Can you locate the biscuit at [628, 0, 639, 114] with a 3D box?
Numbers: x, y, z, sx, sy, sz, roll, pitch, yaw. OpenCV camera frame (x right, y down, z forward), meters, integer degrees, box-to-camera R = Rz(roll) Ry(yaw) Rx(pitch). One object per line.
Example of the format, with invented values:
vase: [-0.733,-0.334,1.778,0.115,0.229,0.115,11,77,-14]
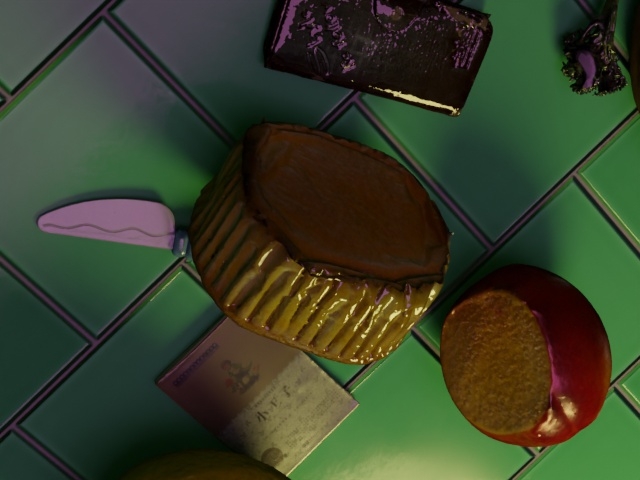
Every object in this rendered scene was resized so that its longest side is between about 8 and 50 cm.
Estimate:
biscuit: [0.490,-0.208,1.647,0.332,0.103,0.332,-6,111,-16]

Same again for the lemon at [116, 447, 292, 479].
lemon: [-0.116,0.340,1.579,0.267,0.267,0.267,-6,111,-15]

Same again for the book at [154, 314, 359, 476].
book: [-0.067,0.169,1.658,0.138,0.016,0.199,-44,115,2]

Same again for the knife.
knife: [-0.168,-0.011,1.559,0.244,0.032,0.058,14,107,-17]

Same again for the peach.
peach: [0.221,0.126,1.640,0.190,0.190,0.192,-48,131,4]

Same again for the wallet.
wallet: [0.061,-0.207,1.552,0.232,0.031,0.122,13,107,-21]

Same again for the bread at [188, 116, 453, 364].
bread: [0.000,0.000,1.507,0.253,0.227,0.142,20,127,-29]

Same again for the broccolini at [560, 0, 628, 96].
broccolini: [0.313,-0.278,1.605,0.071,0.057,0.254,7,100,-40]
